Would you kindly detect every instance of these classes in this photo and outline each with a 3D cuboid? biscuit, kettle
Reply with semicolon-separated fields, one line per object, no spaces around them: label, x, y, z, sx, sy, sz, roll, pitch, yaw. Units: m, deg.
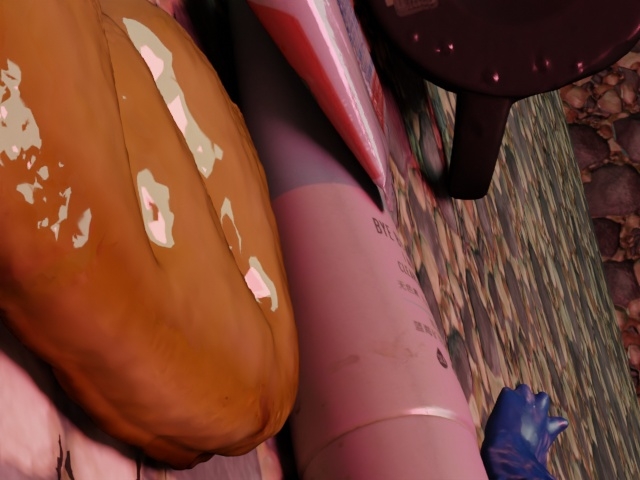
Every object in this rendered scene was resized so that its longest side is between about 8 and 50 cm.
biscuit;-0.071;-0.047;0.426;0.299;0.045;0.154;59;21;-47
kettle;0.141;-0.177;1.158;0.271;0.207;0.250;-35;101;-85

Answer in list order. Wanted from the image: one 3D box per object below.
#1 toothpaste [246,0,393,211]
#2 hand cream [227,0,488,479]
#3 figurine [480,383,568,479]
toothpaste;-0.021;-0.124;0.644;0.234;0.057;0.089;59;15;-22
hand cream;0.000;0.000;0.671;0.111;0.070;0.312;55;14;-50
figurine;0.105;0.190;0.675;0.262;0.121;0.164;-65;158;-57
